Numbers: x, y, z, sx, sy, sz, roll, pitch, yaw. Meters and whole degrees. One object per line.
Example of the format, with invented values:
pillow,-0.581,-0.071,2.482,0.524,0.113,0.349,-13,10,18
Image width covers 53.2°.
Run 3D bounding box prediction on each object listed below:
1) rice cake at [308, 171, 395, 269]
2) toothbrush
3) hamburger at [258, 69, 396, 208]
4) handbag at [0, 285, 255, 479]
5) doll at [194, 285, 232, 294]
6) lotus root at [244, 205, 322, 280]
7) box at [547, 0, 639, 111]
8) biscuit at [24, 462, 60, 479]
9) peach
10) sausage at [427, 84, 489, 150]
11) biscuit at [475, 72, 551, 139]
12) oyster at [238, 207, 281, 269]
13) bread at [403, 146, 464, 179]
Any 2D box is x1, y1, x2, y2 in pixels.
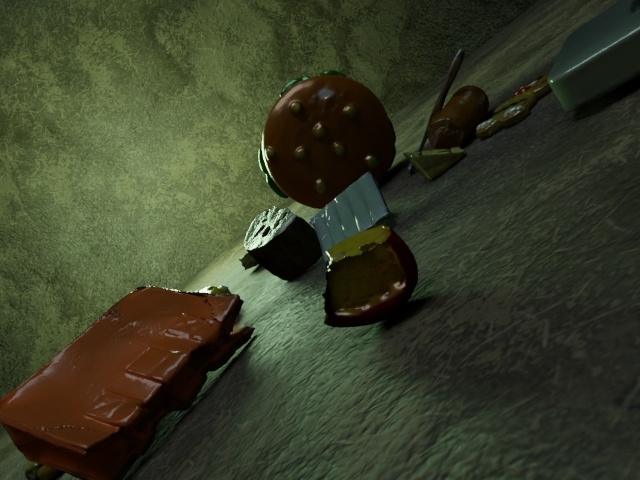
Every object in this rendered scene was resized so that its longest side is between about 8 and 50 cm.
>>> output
rice cake,0.063,-0.044,1.328,0.189,0.037,0.198,-39,31,6
toothbrush,0.280,-0.309,1.556,0.031,0.023,0.321,-40,-27,-72
hamburger,0.026,-0.285,1.819,0.395,0.396,0.277,-38,8,2
handbag,-0.345,0.241,1.172,0.303,0.116,0.410,4,33,33
doll,-0.326,0.201,1.606,0.252,0.111,0.237,-39,25,-15
lotus root,-0.091,0.007,1.506,0.138,0.119,0.235,-58,26,-15
box,0.569,-0.373,1.044,0.367,0.090,0.373,-30,11,38
biscuit,-0.601,0.495,1.427,0.183,0.039,0.174,-35,11,17
peach,0.063,0.046,0.835,0.151,0.118,0.151,-166,90,-88
sausage,0.342,-0.305,1.540,0.109,0.109,0.270,-31,12,39
biscuit,0.434,-0.304,1.395,0.240,0.035,0.158,-45,14,-35
oyster,-0.157,0.007,2.000,0.233,0.107,0.161,-54,6,28
bread,0.251,-0.189,1.382,0.109,0.080,0.084,-39,11,6
